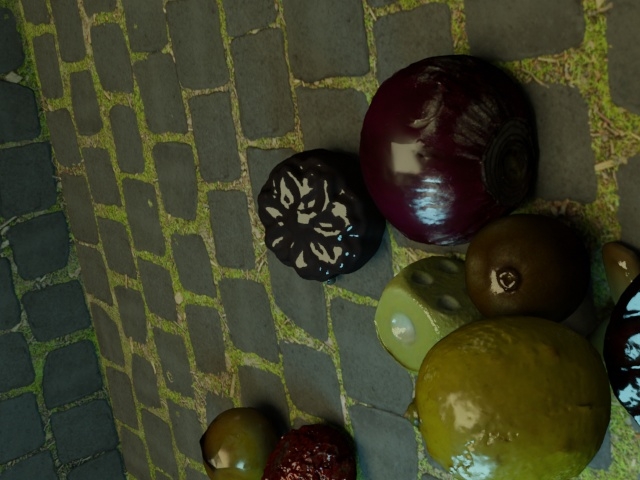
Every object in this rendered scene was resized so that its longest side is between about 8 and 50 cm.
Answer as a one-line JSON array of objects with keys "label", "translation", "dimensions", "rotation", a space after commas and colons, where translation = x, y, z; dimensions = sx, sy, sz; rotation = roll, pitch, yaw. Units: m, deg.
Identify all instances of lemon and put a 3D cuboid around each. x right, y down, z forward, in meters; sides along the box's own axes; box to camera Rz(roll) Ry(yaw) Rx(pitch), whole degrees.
[{"label": "lemon", "translation": [0.276, 0.231, 1.183], "dimensions": [0.260, 0.284, 0.260], "rotation": [-163, 90, -80]}]

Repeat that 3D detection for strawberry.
[{"label": "strawberry", "translation": [-0.037, 0.599, 2.055], "dimensions": [0.274, 0.220, 0.274], "rotation": [31, 130, 46]}]

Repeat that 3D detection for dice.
[{"label": "dice", "translation": [0.218, 0.144, 1.564], "dimensions": [0.166, 0.169, 0.169], "rotation": [46, 138, 30]}]

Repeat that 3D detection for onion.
[{"label": "onion", "translation": [0.199, -0.137, 1.400], "dimensions": [0.282, 0.260, 0.336], "rotation": [27, 125, 37]}]

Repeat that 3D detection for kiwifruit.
[{"label": "kiwifruit", "translation": [0.329, 0.052, 1.322], "dimensions": [0.196, 0.234, 0.196], "rotation": [4, 99, 25]}]

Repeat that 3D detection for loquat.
[{"label": "loquat", "translation": [-0.217, 0.573, 2.266], "dimensions": [0.235, 0.235, 0.235], "rotation": [26, 125, 44]}]

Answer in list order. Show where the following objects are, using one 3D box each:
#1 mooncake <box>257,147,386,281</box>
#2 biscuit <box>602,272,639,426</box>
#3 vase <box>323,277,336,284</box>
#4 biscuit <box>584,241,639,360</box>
[{"label": "mooncake", "translation": [-0.006, -0.050, 1.738], "dimensions": [0.283, 0.141, 0.283], "rotation": [12, 113, 31]}, {"label": "biscuit", "translation": [0.584, 0.162, 1.080], "dimensions": [0.407, 0.091, 0.407], "rotation": [21, 133, 24]}, {"label": "vase", "translation": [0.000, 0.000, 1.870], "dimensions": [0.060, 0.060, 0.211], "rotation": [-2, 104, 52]}, {"label": "biscuit", "translation": [0.498, 0.118, 1.298], "dimensions": [0.164, 0.047, 0.208], "rotation": [29, 127, 44]}]
